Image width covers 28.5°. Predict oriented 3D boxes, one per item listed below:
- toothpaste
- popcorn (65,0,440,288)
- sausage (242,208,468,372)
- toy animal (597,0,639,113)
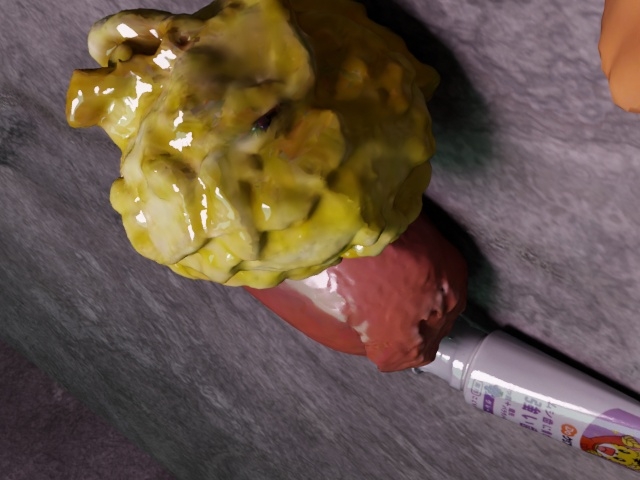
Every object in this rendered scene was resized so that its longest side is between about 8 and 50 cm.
[{"bbox_3d":[0.225,0.149,1.106,0.299,0.073,0.114,24,153,21],"label":"toothpaste"},{"bbox_3d":[-0.045,-0.084,0.885,0.266,0.233,0.192,20,168,-5],"label":"popcorn"},{"bbox_3d":[0.000,0.000,1.089,0.280,0.152,0.152,38,158,9],"label":"sausage"},{"bbox_3d":[0.106,-0.231,0.436,0.191,0.216,0.338,-20,116,35],"label":"toy animal"}]
